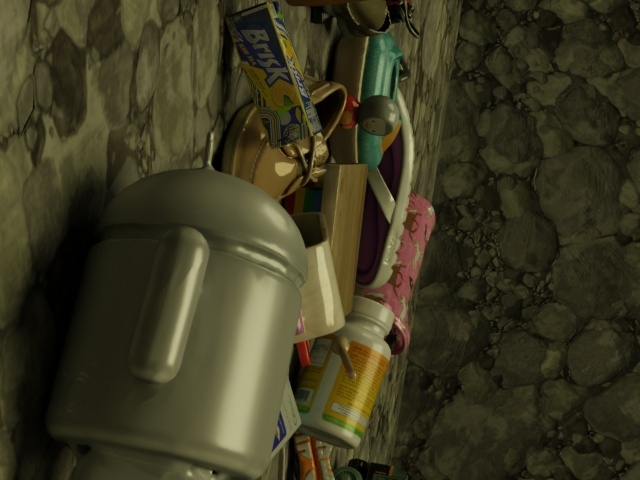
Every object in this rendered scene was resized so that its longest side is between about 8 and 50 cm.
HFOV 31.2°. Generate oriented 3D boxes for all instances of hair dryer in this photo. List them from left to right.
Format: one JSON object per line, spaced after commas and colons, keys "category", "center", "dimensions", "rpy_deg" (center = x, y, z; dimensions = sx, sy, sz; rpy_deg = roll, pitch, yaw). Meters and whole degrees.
{"category": "hair dryer", "center": [0.142, -0.457, 2.092], "dimensions": [0.223, 0.080, 0.293], "rpy_deg": [102, -25, -67]}

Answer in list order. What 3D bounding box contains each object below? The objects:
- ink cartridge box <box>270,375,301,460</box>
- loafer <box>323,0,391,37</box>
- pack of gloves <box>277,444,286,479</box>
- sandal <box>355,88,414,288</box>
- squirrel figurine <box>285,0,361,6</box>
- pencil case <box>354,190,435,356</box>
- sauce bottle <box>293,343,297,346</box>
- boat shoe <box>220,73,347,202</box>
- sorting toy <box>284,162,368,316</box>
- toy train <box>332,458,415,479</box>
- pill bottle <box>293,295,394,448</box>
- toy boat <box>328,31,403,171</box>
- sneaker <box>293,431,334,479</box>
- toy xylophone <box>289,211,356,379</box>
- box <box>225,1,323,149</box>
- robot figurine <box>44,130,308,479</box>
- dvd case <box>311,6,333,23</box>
{"category": "ink cartridge box", "center": [-0.109, 0.201, 1.399], "dimensions": [0.332, 0.065, 0.165], "rpy_deg": [-29, 104, -77]}
{"category": "loafer", "center": [0.063, -0.383, 1.803], "dimensions": [0.251, 0.087, 0.094], "rpy_deg": [24, 74, -77]}
{"category": "pack of gloves", "center": [-0.074, 0.257, 1.826], "dimensions": [0.195, 0.046, 0.232], "rpy_deg": [-92, -176, -68]}
{"category": "sandal", "center": [0.090, -0.107, 2.164], "dimensions": [0.102, 0.169, 0.416], "rpy_deg": [-6, 102, -36]}
{"category": "squirrel figurine", "center": [0.091, -0.491, 1.273], "dimensions": [0.281, 0.397, 0.370], "rpy_deg": [-60, 144, -39]}
{"category": "pencil case", "center": [0.144, 0.062, 2.431], "dimensions": [0.167, 0.160, 0.386], "rpy_deg": [-46, -160, 46]}
{"category": "sauce bottle", "center": [-0.057, 0.129, 1.720], "dimensions": [0.128, 0.042, 0.042], "rpy_deg": [41, 56, -60]}
{"category": "boat shoe", "center": [-0.045, -0.127, 1.497], "dimensions": [0.341, 0.110, 0.122], "rpy_deg": [-69, 162, -50]}
{"category": "sorting toy", "center": [0.000, 0.000, 1.854], "dimensions": [0.255, 0.089, 0.257], "rpy_deg": [-19, 115, -77]}
{"category": "toy train", "center": [0.092, 0.623, 2.453], "dimensions": [0.142, 0.190, 0.334], "rpy_deg": [84, 18, -48]}
{"category": "pill bottle", "center": [0.043, 0.226, 2.001], "dimensions": [0.136, 0.136, 0.246], "rpy_deg": [69, 40, -67]}
{"category": "toy boat", "center": [0.080, -0.229, 1.945], "dimensions": [0.318, 0.148, 0.267], "rpy_deg": [-46, 142, -72]}
{"category": "sneaker", "center": [-0.017, 0.375, 2.081], "dimensions": [0.083, 0.084, 0.215], "rpy_deg": [-160, -107, -75]}
{"category": "toy xylophone", "center": [-0.014, 0.070, 1.569], "dimensions": [0.323, 0.081, 0.236], "rpy_deg": [-88, 166, -87]}
{"category": "box", "center": [-0.055, -0.200, 1.383], "dimensions": [0.054, 0.059, 0.169], "rpy_deg": [-40, 112, -73]}
{"category": "robot figurine", "center": [-0.124, 0.086, 1.031], "dimensions": [0.300, 0.200, 0.353], "rpy_deg": [110, -8, -72]}
{"category": "dvd case", "center": [0.023, -0.481, 1.818], "dimensions": [0.180, 0.022, 0.253], "rpy_deg": [-54, 150, -67]}
